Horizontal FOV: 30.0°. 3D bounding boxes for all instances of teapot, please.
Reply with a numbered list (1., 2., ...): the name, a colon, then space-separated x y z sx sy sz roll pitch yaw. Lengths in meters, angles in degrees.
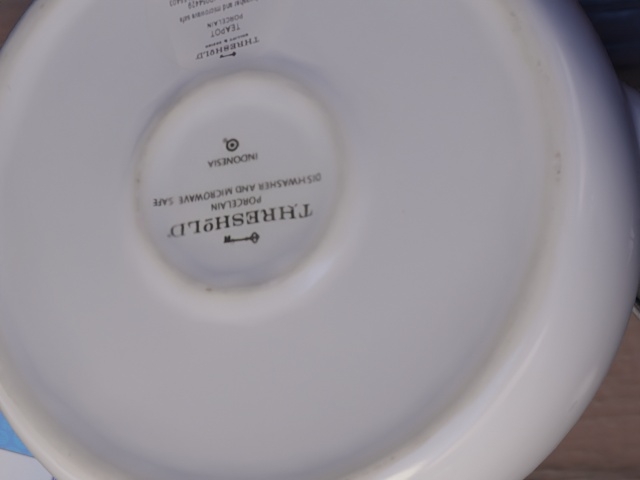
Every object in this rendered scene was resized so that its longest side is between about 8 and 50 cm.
1. teapot: 0.000 0.000 0.452 0.256 0.187 0.252 36 93 21

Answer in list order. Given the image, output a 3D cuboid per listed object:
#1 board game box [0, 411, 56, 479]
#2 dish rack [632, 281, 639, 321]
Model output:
1. board game box: -0.105 0.133 0.585 0.211 0.039 0.160 15 112 1
2. dish rack: 0.262 0.047 0.491 0.208 0.074 0.271 -38 102 18
